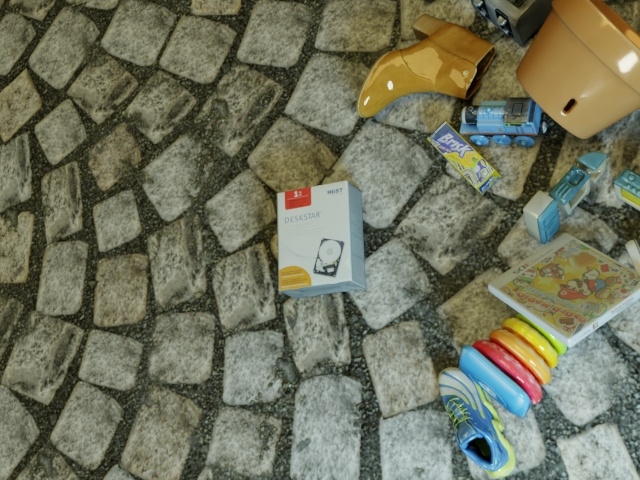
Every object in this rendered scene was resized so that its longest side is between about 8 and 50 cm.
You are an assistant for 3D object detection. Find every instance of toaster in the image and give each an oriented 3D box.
[{"bbox_3d":[0.434,-0.545,1.894,0.185,0.110,0.168,-45,62,8],"label":"toaster"}]

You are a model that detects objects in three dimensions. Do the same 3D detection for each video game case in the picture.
[{"bbox_3d":[0.466,0.086,1.651,0.206,0.026,0.227,-31,37,-15],"label":"video game case"}]

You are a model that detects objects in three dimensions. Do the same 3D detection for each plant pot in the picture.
[{"bbox_3d":[0.522,-0.339,1.711,0.203,0.290,0.291,-46,60,26],"label":"plant pot"}]

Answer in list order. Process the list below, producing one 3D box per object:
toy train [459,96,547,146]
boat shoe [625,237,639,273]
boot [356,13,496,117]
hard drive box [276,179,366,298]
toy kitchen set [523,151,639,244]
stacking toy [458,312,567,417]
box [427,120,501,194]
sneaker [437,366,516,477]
[{"bbox_3d":[0.378,-0.251,1.835,0.184,0.105,0.080,5,68,27],"label":"toy train"},{"bbox_3d":[0.647,0.090,1.631,0.076,0.080,0.229,-26,58,19],"label":"boat shoe"},{"bbox_3d":[0.235,-0.356,1.943,0.211,0.104,0.295,38,90,30],"label":"boot"},{"bbox_3d":[0.000,0.000,1.965,0.181,0.089,0.232,-10,71,23],"label":"hard drive box"},{"bbox_3d":[0.523,-0.068,1.685,0.166,0.122,0.207,38,83,29],"label":"toy kitchen set"},{"bbox_3d":[0.422,0.179,1.689,0.165,0.175,0.302,40,81,21],"label":"stacking toy"},{"bbox_3d":[0.308,-0.179,1.884,0.059,0.054,0.169,-44,61,9],"label":"box"},{"bbox_3d":[0.294,0.344,1.699,0.091,0.126,0.240,-39,63,11],"label":"sneaker"}]
